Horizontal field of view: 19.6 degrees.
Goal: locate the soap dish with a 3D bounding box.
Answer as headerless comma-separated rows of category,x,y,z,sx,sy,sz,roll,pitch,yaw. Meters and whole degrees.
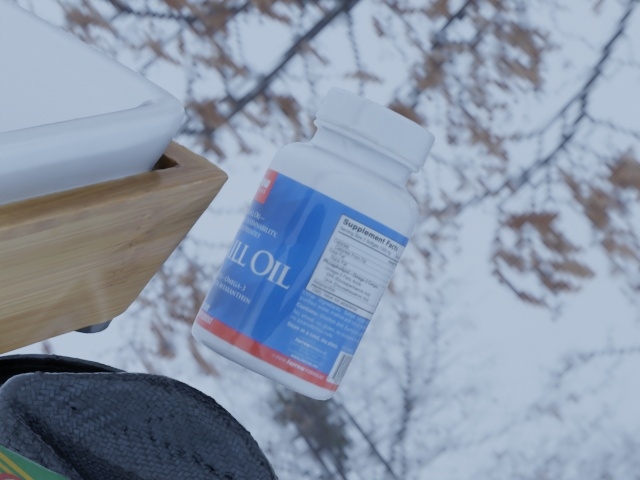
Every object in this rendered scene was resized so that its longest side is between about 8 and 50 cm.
soap dish,-0.222,-0.043,0.787,0.229,0.291,0.118,-18,-52,-48

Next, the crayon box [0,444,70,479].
crayon box,-0.198,0.146,0.776,0.318,0.202,0.081,33,-72,-36

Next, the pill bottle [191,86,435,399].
pill bottle,0.000,0.000,1.423,0.124,0.124,0.221,26,-92,-44

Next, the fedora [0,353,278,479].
fedora,-0.144,0.185,1.320,0.334,0.334,0.152,-4,-32,-32
